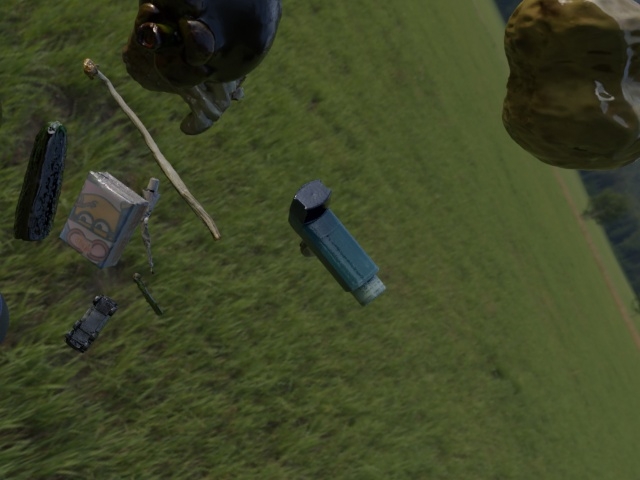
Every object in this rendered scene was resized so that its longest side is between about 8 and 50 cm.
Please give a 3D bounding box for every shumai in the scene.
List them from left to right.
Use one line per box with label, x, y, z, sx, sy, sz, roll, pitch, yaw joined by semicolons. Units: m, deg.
shumai;-0.301;-0.396;1.625;0.267;0.314;0.262;-21;74;-27

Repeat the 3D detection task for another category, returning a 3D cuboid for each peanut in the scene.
peanut;0.297;-0.189;0.809;0.110;0.197;0.233;-30;124;-34

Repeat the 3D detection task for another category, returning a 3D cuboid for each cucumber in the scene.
cucumber;-0.541;-0.116;1.354;0.074;0.074;0.241;-5;112;-70

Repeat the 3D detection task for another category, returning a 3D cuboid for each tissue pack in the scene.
tissue pack;-0.416;-0.040;1.328;0.115;0.155;0.065;35;18;12

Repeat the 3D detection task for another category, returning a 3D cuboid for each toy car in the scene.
toy car;-0.627;0.229;1.909;0.071;0.165;0.062;34;-16;-1

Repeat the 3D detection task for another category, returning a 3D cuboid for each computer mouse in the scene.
computer mouse;0.000;-0.002;1.467;0.066;0.096;0.039;66;3;-58

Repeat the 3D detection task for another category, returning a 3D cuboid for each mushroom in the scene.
mushroom;-0.214;-0.117;0.895;0.286;0.026;0.028;53;46;-6

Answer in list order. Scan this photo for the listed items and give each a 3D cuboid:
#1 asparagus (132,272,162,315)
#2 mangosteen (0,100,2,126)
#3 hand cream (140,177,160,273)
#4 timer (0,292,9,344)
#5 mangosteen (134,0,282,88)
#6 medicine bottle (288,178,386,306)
asparagus;-0.311;0.098;1.247;0.127;0.015;0.018;76;-12;-52
mangosteen;-0.888;-0.314;1.595;0.297;0.293;0.297;0;89;-33
hand cream;-0.463;-0.043;1.883;0.084;0.050;0.256;-142;-124;-63
timer;-0.922;0.140;1.715;0.270;0.383;0.270;10;59;-17
mangosteen;-0.219;-0.413;1.253;0.233;0.288;0.287;60;17;16
medicine bottle;0.031;0.010;1.360;0.079;0.124;0.258;-37;88;-29
